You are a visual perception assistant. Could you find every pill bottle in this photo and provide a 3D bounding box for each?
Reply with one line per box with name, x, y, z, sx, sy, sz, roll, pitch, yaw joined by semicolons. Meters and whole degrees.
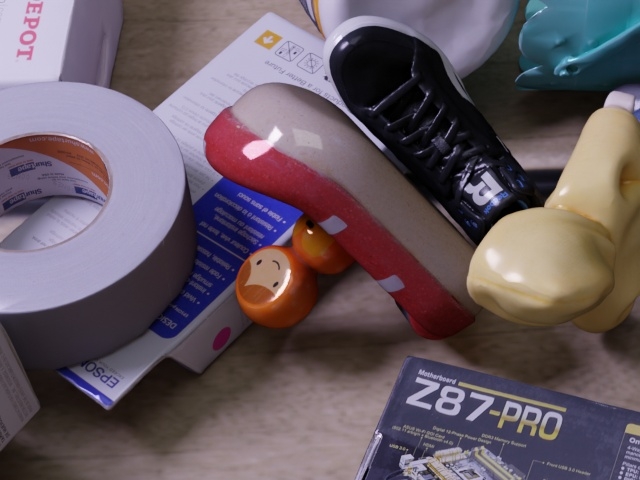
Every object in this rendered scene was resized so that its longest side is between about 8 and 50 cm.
pill bottle;0.044;-0.245;1.459;0.162;0.162;0.278;-17;34;-8

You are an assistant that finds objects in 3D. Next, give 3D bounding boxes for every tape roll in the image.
tape roll;-0.202;-0.014;1.304;0.219;0.072;0.219;-2;51;3

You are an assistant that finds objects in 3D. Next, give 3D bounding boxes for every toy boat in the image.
toy boat;0.000;0.000;1.277;0.151;0.231;0.151;-44;20;4

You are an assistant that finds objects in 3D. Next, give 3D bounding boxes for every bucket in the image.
bucket;0.257;-0.243;1.405;0.183;0.281;0.281;6;52;6

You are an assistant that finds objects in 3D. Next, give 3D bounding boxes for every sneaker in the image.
sneaker;0.096;-0.070;1.297;0.079;0.217;0.121;-43;35;7

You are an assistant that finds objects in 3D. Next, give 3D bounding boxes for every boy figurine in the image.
boy figurine;0.194;-0.008;1.266;0.092;0.177;0.285;14;32;25

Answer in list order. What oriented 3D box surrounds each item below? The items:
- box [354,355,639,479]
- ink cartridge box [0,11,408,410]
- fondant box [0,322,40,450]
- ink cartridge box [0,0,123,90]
box;0.188;0.257;1.105;0.395;0.097;0.318;13;55;16
ink cartridge box;-0.091;-0.021;1.383;0.176;0.069;0.371;31;58;27
fondant box;-0.385;0.154;1.181;0.238;0.096;0.330;20;53;33
ink cartridge box;-0.335;-0.163;1.483;0.306;0.131;0.226;-2;50;6
